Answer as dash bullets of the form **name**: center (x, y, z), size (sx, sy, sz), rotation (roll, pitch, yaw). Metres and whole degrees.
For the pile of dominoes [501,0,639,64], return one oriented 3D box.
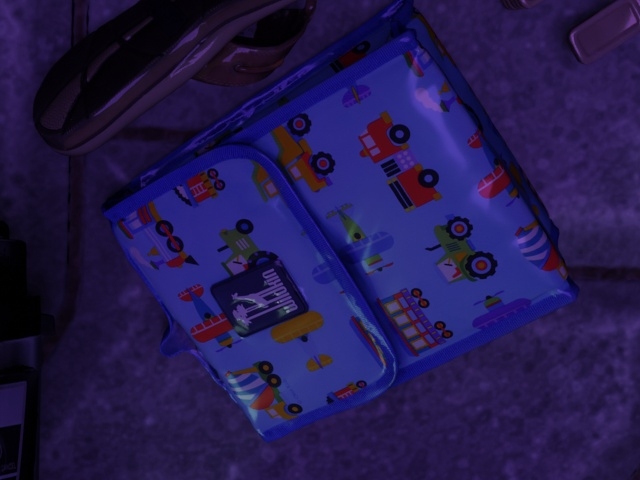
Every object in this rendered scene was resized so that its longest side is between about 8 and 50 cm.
- **pile of dominoes**: center (0.227, -0.266, 0.872), size (0.251, 0.040, 0.196), rotation (-34, 105, -5)

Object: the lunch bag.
- **lunch bag**: center (0.000, 0.000, 0.875), size (0.293, 0.138, 0.221), rotation (-31, 107, 15)

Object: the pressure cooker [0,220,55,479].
- **pressure cooker**: center (-0.354, 0.122, 0.711), size (0.375, 0.370, 0.420), rotation (1, 88, -7)

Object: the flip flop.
- **flip flop**: center (-0.071, -0.140, 0.834), size (0.277, 0.112, 0.080), rotation (-37, 131, 2)
